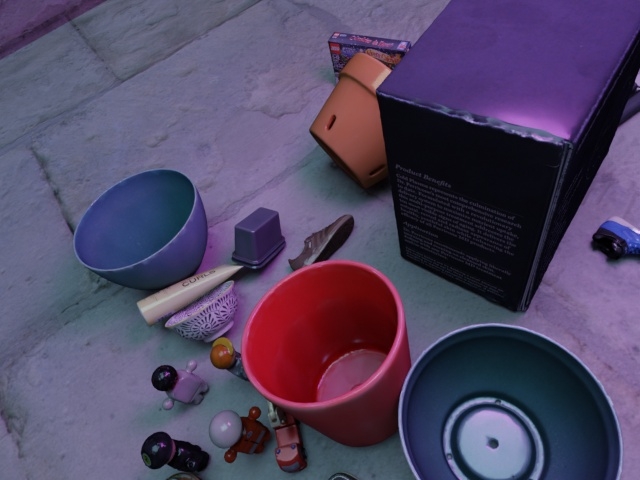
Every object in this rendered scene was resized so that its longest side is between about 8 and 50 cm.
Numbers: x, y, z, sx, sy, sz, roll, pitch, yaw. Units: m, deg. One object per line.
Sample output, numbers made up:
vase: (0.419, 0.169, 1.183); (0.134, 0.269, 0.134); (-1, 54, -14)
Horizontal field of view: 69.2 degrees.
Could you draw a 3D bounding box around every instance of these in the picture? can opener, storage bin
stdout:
can opener: (0.755, -0.364, 1.108); (0.283, 0.095, 0.076); (-35, 55, -10)
storage bin: (-0.149, -0.015, 1.077); (0.098, 0.091, 0.135); (16, 35, 23)

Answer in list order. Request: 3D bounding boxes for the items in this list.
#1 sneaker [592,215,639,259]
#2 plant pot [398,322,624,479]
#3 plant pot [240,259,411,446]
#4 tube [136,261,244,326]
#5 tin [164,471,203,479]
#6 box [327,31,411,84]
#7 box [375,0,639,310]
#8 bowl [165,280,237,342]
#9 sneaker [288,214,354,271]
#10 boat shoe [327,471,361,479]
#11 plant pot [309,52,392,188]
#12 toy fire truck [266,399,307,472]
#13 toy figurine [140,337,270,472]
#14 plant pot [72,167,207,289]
sneaker: (0.617, 0.016, 0.912); (0.084, 0.058, 0.152); (-36, 52, -18)
plant pot: (0.276, 0.305, 0.724); (0.292, 0.196, 0.293); (-7, 55, 10)
plant pot: (0.037, 0.212, 0.793); (0.274, 0.243, 0.275); (-15, 42, 14)
tube: (-0.289, 0.107, 1.047); (0.240, 0.062, 0.070); (-28, 56, -22)
tin: (-0.231, 0.508, 0.816); (0.106, 0.040, 0.190); (-29, 55, -10)
box: (0.143, -0.492, 1.307); (0.233, 0.159, 0.044); (19, 64, 25)
box: (0.370, -0.209, 0.873); (0.297, 0.472, 0.480); (26, 66, 27)
bowl: (-0.239, 0.166, 0.999); (0.170, 0.170, 0.080); (-33, 99, -8)
sneaker: (0.000, 0.000, 1.074); (0.071, 0.066, 0.188); (31, 68, 30)
boat shoe: (0.084, 0.468, 0.739); (0.080, 0.073, 0.223); (-35, 56, -10)
plant pot: (0.110, -0.265, 1.112); (0.203, 0.291, 0.291); (-44, 56, 4)
toy fire truck: (-0.076, 0.312, 0.845); (0.047, 0.135, 0.192); (-18, 55, 2)
toy figurine: (-0.213, 0.307, 0.857); (0.212, 0.148, 0.210); (-21, 54, 14)
plant pot: (-0.381, 0.003, 1.082); (0.290, 0.195, 0.290); (-9, 50, 11)
